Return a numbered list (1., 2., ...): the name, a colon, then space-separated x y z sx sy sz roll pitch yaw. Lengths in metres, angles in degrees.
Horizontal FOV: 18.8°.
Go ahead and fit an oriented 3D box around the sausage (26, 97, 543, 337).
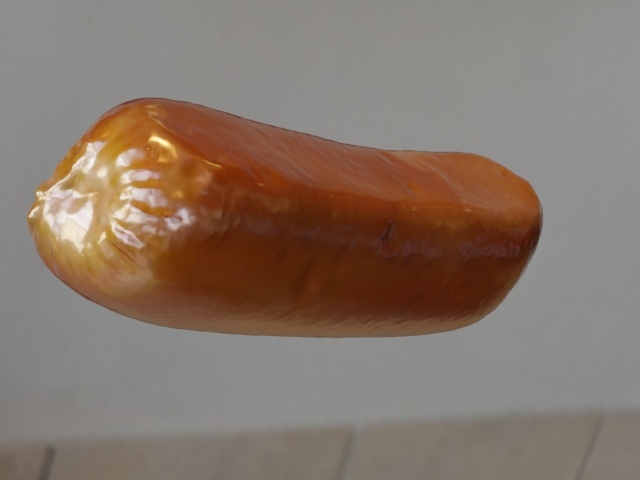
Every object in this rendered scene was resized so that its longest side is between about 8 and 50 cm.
1. sausage: 0.000 0.000 0.822 0.083 0.089 0.300 38 20 35
